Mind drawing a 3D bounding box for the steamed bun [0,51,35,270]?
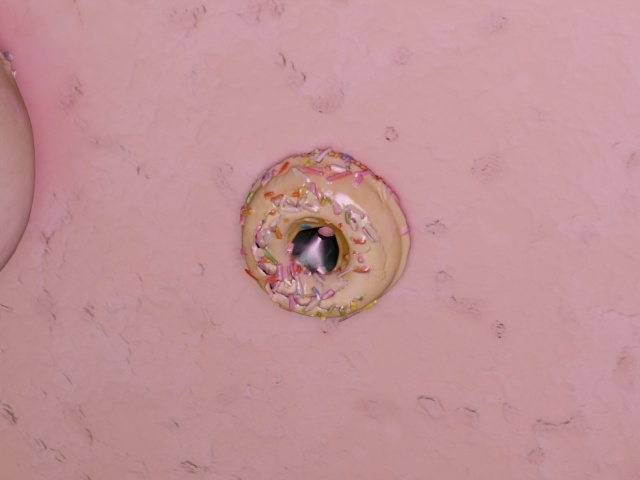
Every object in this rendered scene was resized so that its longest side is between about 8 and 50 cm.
[{"bbox_3d":[-0.424,-0.078,1.621,0.334,0.233,0.312,7,118,22],"label":"steamed bun"}]

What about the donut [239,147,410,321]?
[{"bbox_3d":[0.000,0.000,1.630,0.175,0.068,0.174,6,116,12],"label":"donut"}]
